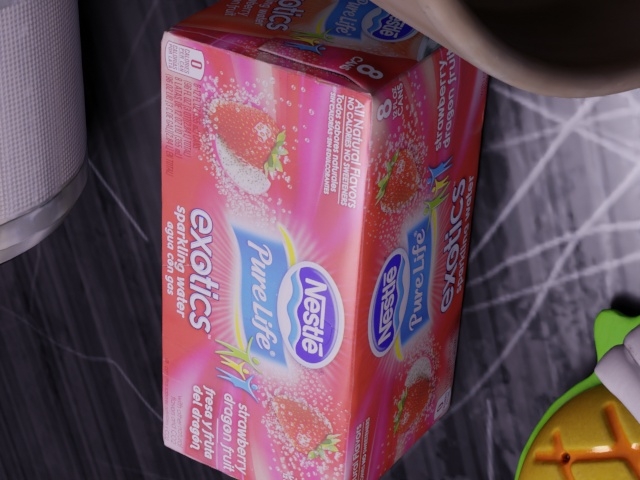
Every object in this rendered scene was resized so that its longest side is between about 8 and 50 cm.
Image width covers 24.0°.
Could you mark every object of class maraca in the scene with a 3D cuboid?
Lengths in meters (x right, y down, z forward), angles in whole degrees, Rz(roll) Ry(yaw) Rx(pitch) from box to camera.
[{"bbox_3d":[0.164,0.119,0.767,0.127,0.099,0.185,25,102,27],"label":"maraca"}]

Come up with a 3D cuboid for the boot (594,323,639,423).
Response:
[{"bbox_3d":[0.243,0.118,0.680,0.123,0.095,0.258,-42,78,9],"label":"boot"}]

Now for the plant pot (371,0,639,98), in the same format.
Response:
[{"bbox_3d":[0.041,-0.249,0.535,0.280,0.323,0.323,33,132,39],"label":"plant pot"}]

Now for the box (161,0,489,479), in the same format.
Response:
[{"bbox_3d":[0.000,0.000,0.793,0.123,0.128,0.257,21,125,26],"label":"box"}]

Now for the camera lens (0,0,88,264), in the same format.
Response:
[{"bbox_3d":[-0.245,-0.126,0.835,0.219,0.219,0.274,19,124,27],"label":"camera lens"}]
